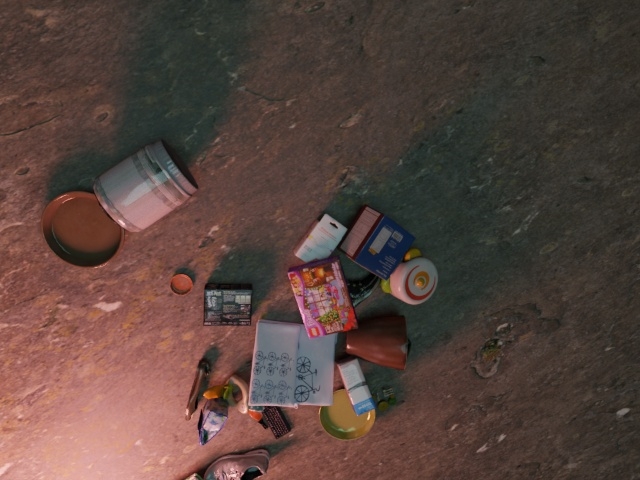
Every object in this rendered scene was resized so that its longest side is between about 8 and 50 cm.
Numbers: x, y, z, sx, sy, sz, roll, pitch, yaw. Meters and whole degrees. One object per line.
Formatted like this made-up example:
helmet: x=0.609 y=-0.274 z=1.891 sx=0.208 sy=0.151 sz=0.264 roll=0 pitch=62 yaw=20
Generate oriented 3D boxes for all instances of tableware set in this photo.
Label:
tableware set: x=0.256 y=0.706 z=1.811 sx=0.154 sy=0.024 sz=0.104 roll=-18 pitch=106 yaw=-6

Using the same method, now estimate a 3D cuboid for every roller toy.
roller toy: x=0.361 y=0.147 z=1.631 sx=0.191 sy=0.146 sz=0.209 roll=33 pitch=86 yaw=-26

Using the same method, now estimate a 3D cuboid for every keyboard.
keyboard: x=-0.206 y=0.759 z=1.737 sx=0.108 sy=0.023 sz=0.180 roll=-25 pitch=104 yaw=-4

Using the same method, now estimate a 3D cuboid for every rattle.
rattle: x=-0.327 y=0.628 z=1.589 sx=0.130 sy=0.142 sz=0.200 roll=-43 pitch=69 yaw=8

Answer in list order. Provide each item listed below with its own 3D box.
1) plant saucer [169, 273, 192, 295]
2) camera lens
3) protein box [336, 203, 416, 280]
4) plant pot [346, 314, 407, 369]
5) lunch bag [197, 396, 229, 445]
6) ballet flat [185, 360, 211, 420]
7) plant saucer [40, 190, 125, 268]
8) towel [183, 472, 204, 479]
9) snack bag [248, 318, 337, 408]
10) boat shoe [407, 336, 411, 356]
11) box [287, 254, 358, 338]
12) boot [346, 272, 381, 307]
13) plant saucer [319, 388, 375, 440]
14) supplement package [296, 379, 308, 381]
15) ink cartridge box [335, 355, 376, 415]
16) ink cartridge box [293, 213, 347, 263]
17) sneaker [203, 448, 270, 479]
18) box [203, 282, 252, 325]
plant saucer: x=-0.526 y=0.166 z=1.556 sx=0.083 sy=0.013 sz=0.084 roll=-2 pitch=103 yaw=-10
camera lens: x=-0.580 y=-0.177 z=1.367 sx=0.274 sy=0.219 sz=0.219 roll=-34 pitch=106 yaw=-2
protein box: x=0.211 y=0.009 z=1.565 sx=0.199 sy=0.136 sz=0.201 roll=31 pitch=95 yaw=-36
plant pot: x=0.221 y=0.405 z=1.663 sx=0.230 sy=0.215 sz=0.215 roll=2 pitch=102 yaw=5
lunch bag: x=-0.433 y=0.708 z=1.629 sx=0.096 sy=0.129 sz=0.151 roll=26 pitch=98 yaw=-13
ballet flat: x=-0.482 y=0.595 z=1.625 sx=0.058 sy=0.084 sz=0.250 roll=15 pitch=93 yaw=-12
plant saucer: x=-0.820 y=-0.038 z=1.433 sx=0.277 sy=0.041 sz=0.278 roll=-1 pitch=106 yaw=-4
towel: x=-0.562 y=1.118 z=1.708 sx=0.324 sy=0.038 sz=0.248 roll=-35 pitch=107 yaw=10
snack bag: x=-0.098 y=0.486 z=1.616 sx=0.342 sy=0.037 sz=0.323 roll=9 pitch=70 yaw=-12
boat shoe: x=0.349 y=0.489 z=1.767 sx=0.056 sy=0.049 sz=0.152 roll=12 pitch=100 yaw=-13
box: x=0.013 y=0.221 z=1.578 sx=0.200 sy=0.057 sz=0.293 roll=-15 pitch=106 yaw=8
boot: x=0.111 y=0.167 z=1.639 sx=0.236 sy=0.085 sz=0.178 roll=-43 pitch=103 yaw=-1
plant saucer: x=0.114 y=0.740 z=1.769 sx=0.240 sy=0.037 sz=0.241 roll=0 pitch=101 yaw=0
supplement package: x=-0.148 y=0.583 z=1.666 sx=0.179 sy=0.105 sz=0.105 roll=7 pitch=101 yaw=-11
ink cartridge box: x=0.138 y=0.579 z=1.663 sx=0.085 sy=0.148 sz=0.203 roll=-19 pitch=82 yaw=-6
ink cartridge box: x=0.000 y=0.000 z=1.591 sx=0.115 sy=0.067 sz=0.198 roll=35 pitch=95 yaw=-16
sneaker: x=-0.349 y=0.955 z=1.701 sx=0.281 sy=0.115 sz=0.105 roll=-19 pitch=104 yaw=-3
box: x=-0.353 y=0.245 z=1.571 sx=0.180 sy=0.077 sz=0.147 roll=1 pitch=102 yaw=-11
